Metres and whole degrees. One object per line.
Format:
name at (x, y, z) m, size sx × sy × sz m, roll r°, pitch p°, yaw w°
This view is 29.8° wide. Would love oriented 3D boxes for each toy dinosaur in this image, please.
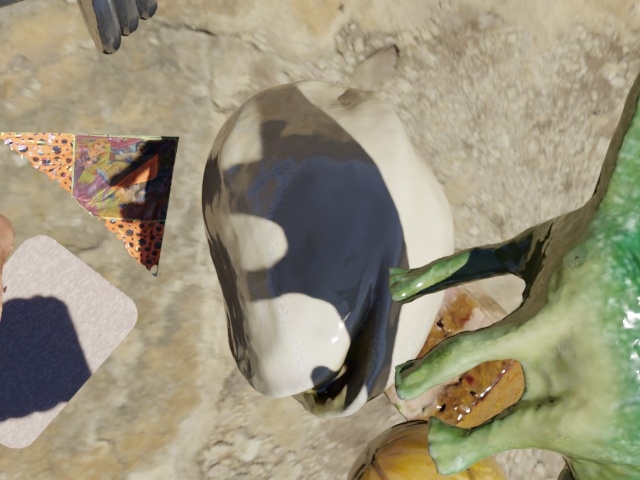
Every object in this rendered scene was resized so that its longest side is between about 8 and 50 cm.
toy dinosaur at (0.184, 0.028, 0.588) m, size 0.301 × 0.087 × 0.447 m, roll -26°, pitch 90°, yaw 19°

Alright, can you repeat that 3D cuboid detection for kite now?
kite at (-0.177, -0.061, 1.096) m, size 0.125 × 0.008 × 0.222 m, roll -34°, pitch 125°, yaw 16°

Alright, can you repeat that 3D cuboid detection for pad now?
pad at (-0.372, 0.133, 1.529) m, size 0.176 × 0.002 × 0.266 m, roll 39°, pitch 101°, yaw -15°

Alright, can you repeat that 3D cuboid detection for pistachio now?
pistachio at (0.000, 0.000, 0.977) m, size 0.208 × 0.332 × 0.226 m, roll 30°, pitch 119°, yaw -31°

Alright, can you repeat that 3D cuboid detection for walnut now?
walnut at (0.121, 0.286, 1.308) m, size 0.207 × 0.167 × 0.167 m, roll 37°, pitch 95°, yaw -31°

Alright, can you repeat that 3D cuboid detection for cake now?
cake at (0.149, 0.131, 1.663) m, size 0.199 × 0.196 × 0.293 m, roll -48°, pitch 68°, yaw 13°

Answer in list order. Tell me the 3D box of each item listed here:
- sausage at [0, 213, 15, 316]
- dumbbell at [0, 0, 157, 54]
sausage at (-0.398, 0.062, 1.383) m, size 0.078 × 0.304 × 0.078 m, roll -4°, pitch 124°, yaw -7°
dumbbell at (-0.164, -0.135, 0.641) m, size 0.208 × 0.099 × 0.099 m, roll -20°, pitch 83°, yaw -12°
